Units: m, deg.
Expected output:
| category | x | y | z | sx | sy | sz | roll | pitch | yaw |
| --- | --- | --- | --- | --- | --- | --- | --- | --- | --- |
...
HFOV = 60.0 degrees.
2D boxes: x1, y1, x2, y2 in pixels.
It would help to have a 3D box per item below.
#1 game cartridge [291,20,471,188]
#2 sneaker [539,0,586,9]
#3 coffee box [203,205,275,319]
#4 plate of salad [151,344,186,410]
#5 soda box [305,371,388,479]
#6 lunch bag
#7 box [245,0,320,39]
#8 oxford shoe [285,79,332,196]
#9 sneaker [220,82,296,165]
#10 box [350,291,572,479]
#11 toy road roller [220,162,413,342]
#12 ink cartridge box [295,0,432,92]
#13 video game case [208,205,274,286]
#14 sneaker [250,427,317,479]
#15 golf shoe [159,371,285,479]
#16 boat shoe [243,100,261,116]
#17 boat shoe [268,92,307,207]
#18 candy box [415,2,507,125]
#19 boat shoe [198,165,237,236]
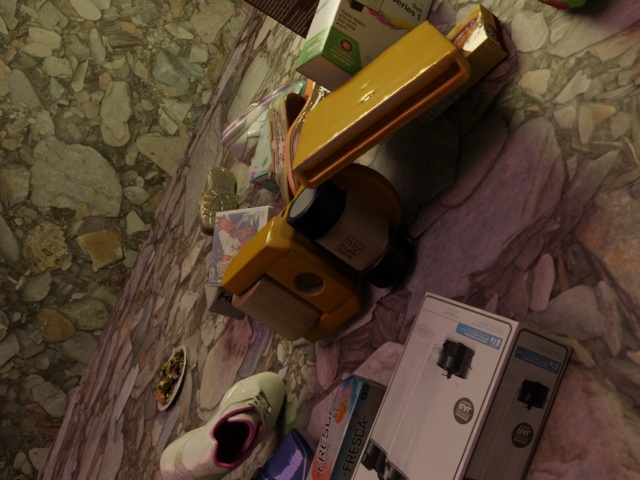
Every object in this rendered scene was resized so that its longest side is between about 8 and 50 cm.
| category | x | y | z | sx | sy | sz | roll | pitch | yaw |
| --- | --- | --- | --- | --- | --- | --- | --- | --- | --- |
| game cartridge | 0.087 | -0.234 | 0.906 | 0.285 | 0.052 | 0.323 | -33 | 20 | 19 |
| sneaker | 0.330 | -0.531 | 0.808 | 0.202 | 0.185 | 0.482 | -39 | 38 | 50 |
| coffee box | -0.193 | 0.057 | 1.399 | 0.246 | 0.098 | 0.141 | -57 | 30 | 19 |
| plate of salad | -0.457 | 0.409 | 1.668 | 0.200 | 0.048 | 0.199 | -44 | 33 | 39 |
| soda box | 0.041 | 0.291 | 0.805 | 0.058 | 0.063 | 0.183 | 5 | 74 | 63 |
| lunch bag | -0.087 | -0.270 | 1.465 | 0.224 | 0.108 | 0.279 | -14 | 56 | 60 |
| box | -0.076 | -0.692 | 1.479 | 0.191 | 0.381 | 0.143 | -31 | 42 | 50 |
| oxford shoe | 0.020 | -0.250 | 1.231 | 0.133 | 0.130 | 0.363 | -3 | 71 | 47 |
| sneaker | -0.144 | -0.347 | 1.651 | 0.305 | 0.152 | 0.114 | -37 | 16 | 8 |
| box | 0.147 | 0.220 | 0.636 | 0.169 | 0.087 | 0.289 | 18 | 85 | 64 |
| toy road roller | 0.000 | 0.000 | 0.986 | 0.329 | 0.202 | 0.240 | -43 | 22 | 31 |
| ink cartridge box | 0.096 | -0.437 | 1.146 | 0.117 | 0.201 | 0.278 | -4 | 65 | 61 |
| video game case | -0.188 | 0.018 | 1.292 | 0.201 | 0.023 | 0.183 | -4 | 78 | 45 |
| sneaker | -0.124 | 0.445 | 0.853 | 0.315 | 0.182 | 0.127 | -64 | 27 | 5 |
| golf shoe | -0.130 | 0.317 | 0.952 | 0.140 | 0.115 | 0.306 | -34 | 2 | 33 |
| boat shoe | -0.217 | -0.370 | 1.847 | 0.099 | 0.116 | 0.319 | -30 | 0 | -30 |
| boat shoe | -0.068 | -0.196 | 1.300 | 0.089 | 0.105 | 0.285 | -8 | 82 | 45 |
| candy box | 0.227 | -0.299 | 0.956 | 0.187 | 0.053 | 0.109 | -39 | 35 | 41 |
| boat shoe | -0.343 | -0.113 | 1.827 | 0.116 | 0.123 | 0.324 | -57 | 20 | 34 |
